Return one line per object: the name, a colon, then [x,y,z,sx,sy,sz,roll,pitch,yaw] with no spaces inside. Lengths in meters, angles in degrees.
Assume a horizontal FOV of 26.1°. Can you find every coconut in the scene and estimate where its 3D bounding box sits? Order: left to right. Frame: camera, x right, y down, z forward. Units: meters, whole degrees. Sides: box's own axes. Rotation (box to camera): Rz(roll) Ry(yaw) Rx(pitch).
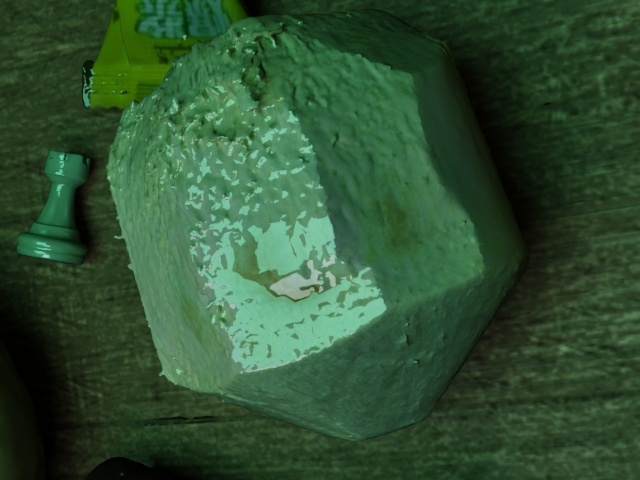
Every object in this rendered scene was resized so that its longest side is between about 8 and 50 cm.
coconut: [0.000,0.000,1.052,0.297,0.297,0.309,-25,78,27]

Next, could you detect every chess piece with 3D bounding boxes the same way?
chess piece: [-0.246,-0.032,1.305,0.067,0.067,0.103,9,88,27]

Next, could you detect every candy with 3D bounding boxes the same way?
candy: [-0.123,-0.260,1.213,0.187,0.081,0.297,5,95,26]

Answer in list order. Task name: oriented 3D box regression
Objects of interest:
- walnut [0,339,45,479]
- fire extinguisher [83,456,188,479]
walnut: [-0.435,0.210,1.271,0.381,0.381,0.381,2,93,28]
fire extinguisher: [-0.052,0.280,1.193,0.337,0.114,0.135,15,56,27]
